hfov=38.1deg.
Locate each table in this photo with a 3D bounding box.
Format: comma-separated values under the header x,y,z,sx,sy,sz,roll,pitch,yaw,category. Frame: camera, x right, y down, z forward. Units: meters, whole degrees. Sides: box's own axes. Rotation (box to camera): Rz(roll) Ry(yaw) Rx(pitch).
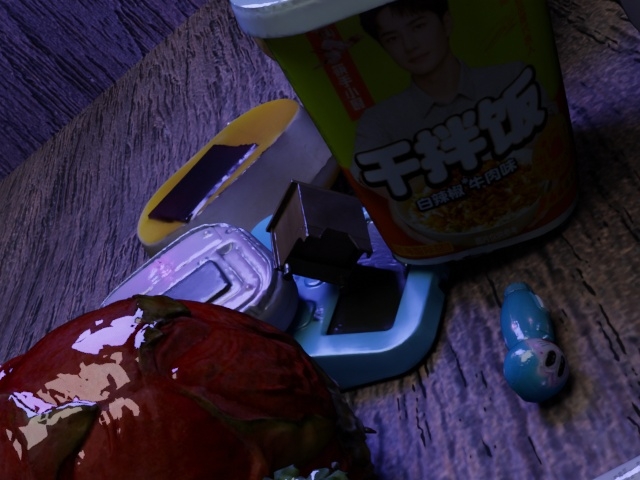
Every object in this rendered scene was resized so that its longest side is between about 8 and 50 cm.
x,y,z,sx,sy,sz,roll,pitch,yaw,category
0.000,0.000,0.911,0.082,0.083,0.070,-100,32,-48,table

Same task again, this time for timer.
x,y,z,sx,sy,sz,roll,pitch,yaw,category
0.017,0.046,0.971,0.250,0.091,0.232,-19,34,35,timer
-0.133,0.074,0.950,0.208,0.069,0.191,-38,38,-10,timer

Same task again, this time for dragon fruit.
x,y,z,sx,sy,sz,roll,pitch,yaw,category
-0.130,0.182,0.736,0.342,0.277,0.277,-26,26,-2,dragon fruit

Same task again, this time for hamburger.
x,y,z,sx,sy,sz,roll,pitch,yaw,category
-0.095,-0.047,1.196,0.295,0.151,0.227,-41,24,-9,hamburger

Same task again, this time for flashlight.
x,y,z,sx,sy,sz,roll,pitch,yaw,category
0.167,0.079,0.754,0.051,0.051,0.129,-34,24,18,flashlight

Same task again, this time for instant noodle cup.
x,y,z,sx,sy,sz,roll,pitch,yaw,category
0.103,-0.159,0.857,0.293,0.308,0.294,-20,33,13,instant noodle cup

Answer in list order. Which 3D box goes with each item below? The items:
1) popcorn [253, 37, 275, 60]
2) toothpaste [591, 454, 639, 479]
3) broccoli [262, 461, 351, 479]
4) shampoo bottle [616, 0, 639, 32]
x,y,z,sx,sy,sz,roll,pitch,yaw,category
0.062,-0.359,1.140,0.353,0.390,0.344,-16,54,9,popcorn
0.183,0.175,0.610,0.190,0.031,0.048,-36,30,22,toothpaste
-0.077,0.260,0.470,0.274,0.397,0.353,14,53,31,broccoli
0.360,-0.315,0.812,0.273,0.273,0.266,-27,40,31,shampoo bottle
